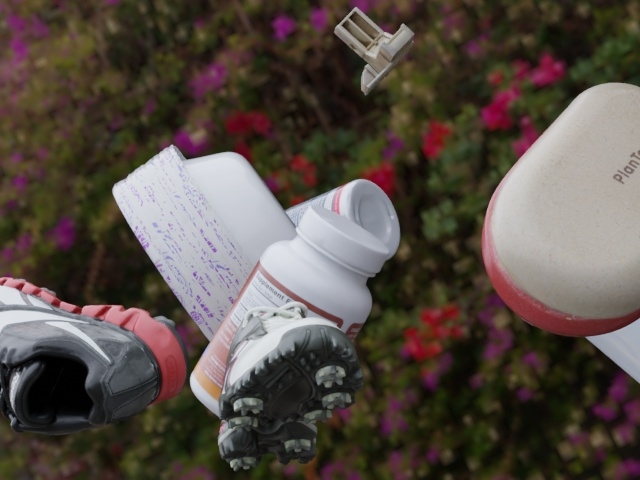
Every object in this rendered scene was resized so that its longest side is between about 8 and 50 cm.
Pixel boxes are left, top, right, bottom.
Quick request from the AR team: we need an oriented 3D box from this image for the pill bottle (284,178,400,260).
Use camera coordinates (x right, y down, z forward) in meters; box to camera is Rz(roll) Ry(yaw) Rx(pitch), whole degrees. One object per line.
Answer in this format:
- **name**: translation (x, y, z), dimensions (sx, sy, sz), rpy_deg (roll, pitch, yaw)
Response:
- **pill bottle**: translation (0.000, 0.000, 2.212), dimensions (0.180, 0.108, 0.108), rpy_deg (-21, -7, 35)

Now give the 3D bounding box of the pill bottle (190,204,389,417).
- **pill bottle**: translation (-0.026, 0.079, 1.716), dimensions (0.216, 0.121, 0.121), rpy_deg (-59, -20, 10)

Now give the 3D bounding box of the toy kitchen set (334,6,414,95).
- **toy kitchen set**: translation (0.044, -0.198, 1.796), dimensions (0.068, 0.075, 0.083), rpy_deg (-47, -4, -11)

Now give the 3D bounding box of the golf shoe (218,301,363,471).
- **golf shoe**: translation (-0.038, 0.098, 1.407), dimensions (0.105, 0.120, 0.273), rpy_deg (-1, -21, -13)

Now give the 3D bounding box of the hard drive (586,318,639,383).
- **hard drive**: translation (0.475, 0.107, 1.976), dimensions (0.233, 0.353, 0.047), rpy_deg (-50, -1, 4)

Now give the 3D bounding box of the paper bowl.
- **paper bowl**: translation (-0.096, 0.015, 1.965), dimensions (0.148, 0.284, 0.284), rpy_deg (-36, -13, 1)

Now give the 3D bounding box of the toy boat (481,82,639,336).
- **toy boat**: translation (0.215, -0.006, 1.373), dimensions (0.231, 0.151, 0.151), rpy_deg (-45, -20, -39)

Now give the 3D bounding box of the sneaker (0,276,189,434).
- **sneaker**: translation (-0.259, 0.103, 1.549), dimensions (0.276, 0.098, 0.135), rpy_deg (10, 28, 27)
